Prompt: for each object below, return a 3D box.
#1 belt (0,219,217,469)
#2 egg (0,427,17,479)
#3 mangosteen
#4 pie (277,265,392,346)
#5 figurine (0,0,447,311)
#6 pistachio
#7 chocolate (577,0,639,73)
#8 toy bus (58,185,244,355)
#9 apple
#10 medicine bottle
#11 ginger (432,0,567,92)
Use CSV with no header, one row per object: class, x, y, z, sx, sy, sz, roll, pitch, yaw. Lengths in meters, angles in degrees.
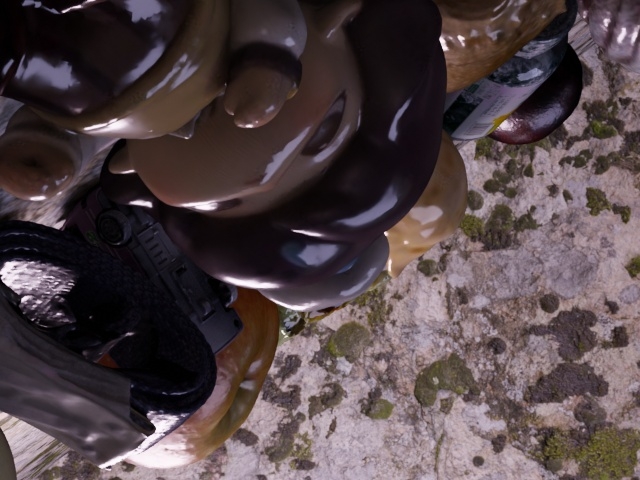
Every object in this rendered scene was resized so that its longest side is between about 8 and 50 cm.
belt,-0.208,0.089,0.944,0.126,0.230,0.139,-39,-154,41
egg,-0.378,0.227,0.991,0.269,0.219,0.219,-41,174,36
mangosteen,0.311,-0.254,1.829,0.194,0.194,0.230,-38,151,9
pie,-0.017,0.008,1.800,0.418,0.180,0.395,-34,-166,16
figurine,-0.044,-0.074,0.640,0.218,0.206,0.365,-53,171,10
pistachio,0.068,-0.073,1.450,0.321,0.229,0.238,-34,137,-89
chocolate,0.423,-0.332,1.450,0.213,0.303,0.303,-20,-175,31
toy bus,-0.155,0.032,1.036,0.098,0.178,0.087,-25,-171,39
apple,-0.176,0.131,1.397,0.277,0.250,0.309,-34,172,-34
medicine bottle,0.209,-0.230,1.414,0.141,0.141,0.293,-36,175,-17
ginger,0.107,-0.199,1.050,0.221,0.130,0.276,-30,173,19
